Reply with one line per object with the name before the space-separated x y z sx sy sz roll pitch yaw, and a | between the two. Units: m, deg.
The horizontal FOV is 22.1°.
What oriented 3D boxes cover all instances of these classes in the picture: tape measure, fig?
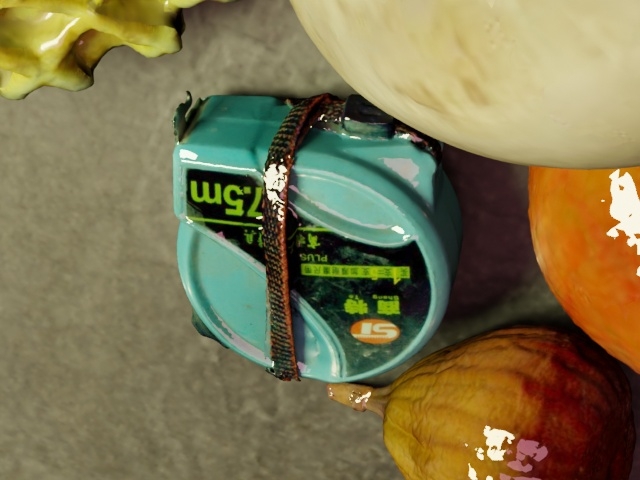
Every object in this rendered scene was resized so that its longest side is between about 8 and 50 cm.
tape measure | 0.000 0.000 0.740 0.125 0.081 0.146 6 124 9
fig | 0.088 0.093 0.792 0.119 0.153 0.119 -6 103 -28

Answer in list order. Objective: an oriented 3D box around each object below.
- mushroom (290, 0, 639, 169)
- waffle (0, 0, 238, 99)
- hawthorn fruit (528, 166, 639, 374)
mushroom | 0.069 -0.180 0.472 0.290 0.297 0.297 24 128 -39
waffle | -0.119 -0.126 0.618 0.223 0.054 0.204 -17 151 -3
hawthorn fruit | 0.181 -0.008 0.651 0.196 0.197 0.225 4 161 7
